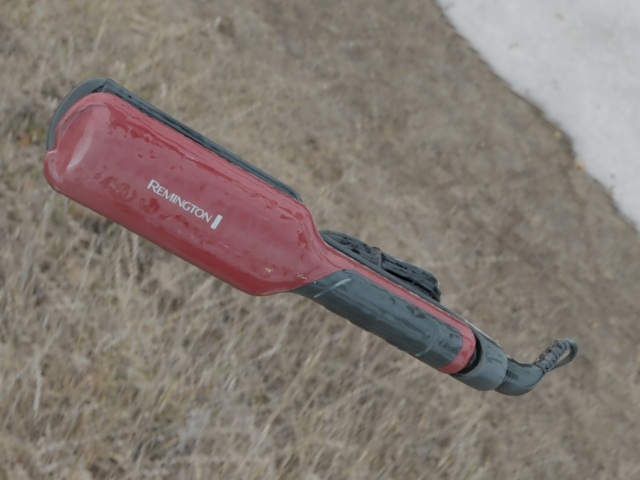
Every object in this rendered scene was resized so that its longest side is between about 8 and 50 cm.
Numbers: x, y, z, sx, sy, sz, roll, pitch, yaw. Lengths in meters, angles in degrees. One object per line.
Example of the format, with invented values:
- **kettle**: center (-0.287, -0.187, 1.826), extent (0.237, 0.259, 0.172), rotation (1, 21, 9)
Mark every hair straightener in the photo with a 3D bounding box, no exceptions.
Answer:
- **hair straightener**: center (0.000, 0.000, 0.576), extent (0.230, 0.047, 0.089), rotation (24, 10, -17)
